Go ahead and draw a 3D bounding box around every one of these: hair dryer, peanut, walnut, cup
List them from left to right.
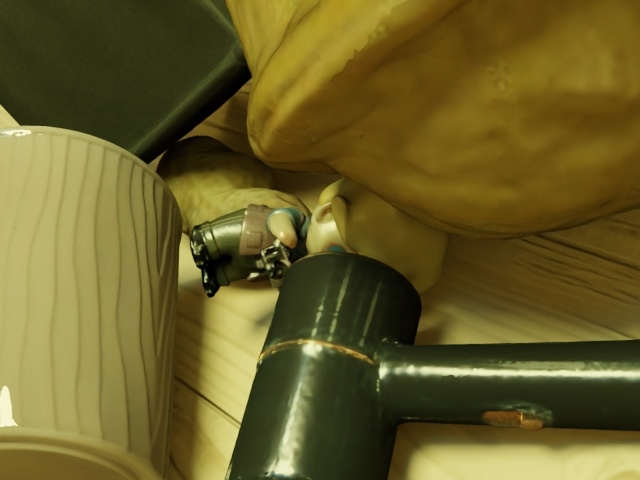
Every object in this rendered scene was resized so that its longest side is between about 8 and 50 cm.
[{"bbox_3d":[-0.217,0.056,0.731,0.208,0.288,0.273,-3,53,-2],"label":"cup"},{"bbox_3d":[-0.082,-0.030,0.881,0.104,0.085,0.228,-34,40,-11],"label":"peanut"},{"bbox_3d":[0.113,0.104,0.601,0.352,0.107,0.189,-4,51,27],"label":"hair dryer"},{"bbox_3d":[0.125,-0.185,0.602,0.384,0.383,0.383,-20,41,19],"label":"walnut"}]

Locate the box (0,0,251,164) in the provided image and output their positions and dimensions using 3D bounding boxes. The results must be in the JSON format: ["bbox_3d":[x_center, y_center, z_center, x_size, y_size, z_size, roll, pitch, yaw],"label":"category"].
[{"bbox_3d":[-0.137,-0.223,0.877,0.345,0.204,0.251,-30,14,51],"label":"box"}]

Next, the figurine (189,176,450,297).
[{"bbox_3d":[0.000,0.000,0.740,0.196,0.114,0.108,-11,37,1],"label":"figurine"}]
